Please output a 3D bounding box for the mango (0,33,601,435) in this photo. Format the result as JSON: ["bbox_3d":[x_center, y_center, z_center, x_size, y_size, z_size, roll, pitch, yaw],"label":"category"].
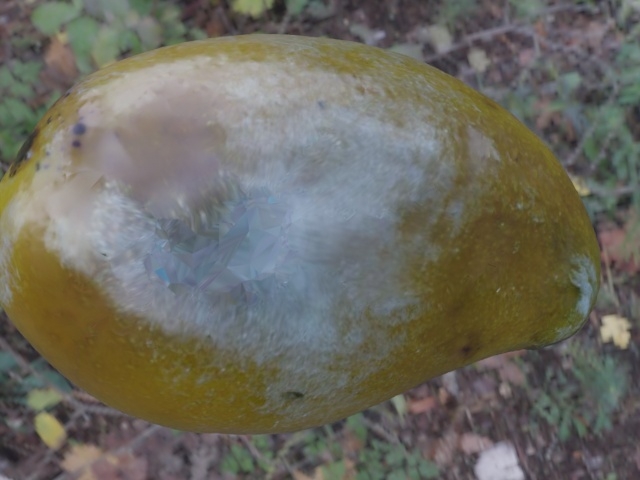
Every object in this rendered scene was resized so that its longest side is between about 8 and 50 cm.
[{"bbox_3d":[0.000,0.000,0.715,0.316,0.193,0.146,3,13,-20],"label":"mango"}]
